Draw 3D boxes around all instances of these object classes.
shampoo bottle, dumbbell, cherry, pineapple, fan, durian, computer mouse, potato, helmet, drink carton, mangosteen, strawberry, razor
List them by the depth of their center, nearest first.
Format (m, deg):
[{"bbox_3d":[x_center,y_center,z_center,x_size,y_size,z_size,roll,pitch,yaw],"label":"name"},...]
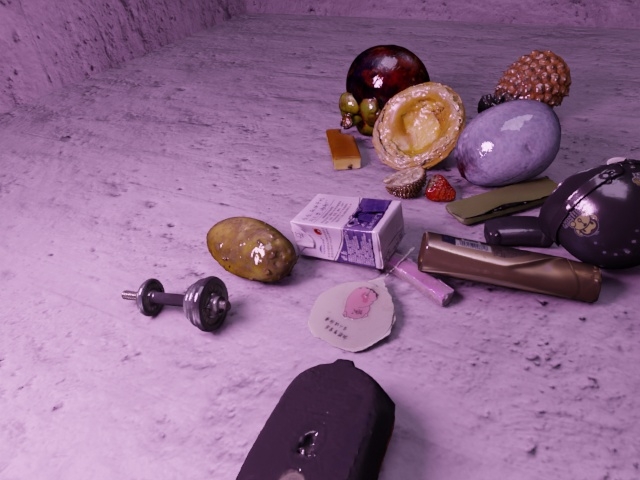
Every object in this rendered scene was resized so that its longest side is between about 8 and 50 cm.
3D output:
[{"bbox_3d":[-0.005,0.306,0.687,0.183,0.116,0.323,8,31,20],"label":"computer mouse"},{"bbox_3d":[0.598,-0.032,0.987,0.279,0.230,0.160,3,47,-24],"label":"helmet"},{"bbox_3d":[0.378,0.054,0.991,0.350,0.084,0.125,10,13,5],"label":"shampoo bottle"},{"bbox_3d":[-0.297,0.119,0.991,0.255,0.110,0.110,4,37,21],"label":"dumbbell"},{"bbox_3d":[0.107,0.102,1.005,0.182,0.010,0.310,22,52,35],"label":"fan"},{"bbox_3d":[-0.158,0.018,1.103,0.251,0.113,0.149,16,48,39],"label":"potato"},{"bbox_3d":[0.061,-0.028,1.108,0.222,0.101,0.134,9,41,29],"label":"drink carton"},{"bbox_3d":[0.455,-0.022,1.133,0.148,0.054,0.090,0,33,5],"label":"razor"},{"bbox_3d":[0.318,-0.131,1.298,0.083,0.073,0.073,31,36,-13],"label":"strawberry"},{"bbox_3d":[0.502,-0.258,1.311,0.296,0.218,0.255,-28,21,-13],"label":"cherry"},{"bbox_3d":[0.240,-0.157,1.326,0.140,0.071,0.110,-36,38,-14],"label":"durian"},{"bbox_3d":[0.631,-0.453,1.599,0.357,0.222,0.223,-38,46,-14],"label":"pineapple"},{"bbox_3d":[0.210,-0.494,1.621,0.312,0.311,0.311,-3,36,2],"label":"mangosteen"}]

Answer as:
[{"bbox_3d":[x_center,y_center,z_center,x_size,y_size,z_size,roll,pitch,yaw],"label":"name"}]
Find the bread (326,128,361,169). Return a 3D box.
[{"bbox_3d":[0.070,-0.294,1.549,0.088,0.049,0.226,-6,35,-1],"label":"bread"}]

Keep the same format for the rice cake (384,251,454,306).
[{"bbox_3d":[0.195,0.074,1.047,0.047,0.036,0.207,-17,37,-33],"label":"rice cake"}]

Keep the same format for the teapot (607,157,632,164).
[{"bbox_3d":[0.843,-0.131,1.163,0.300,0.165,0.208,-5,23,16],"label":"teapot"}]

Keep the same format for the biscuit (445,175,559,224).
[{"bbox_3d":[0.474,-0.100,1.252,0.323,0.038,0.099,-16,35,-14],"label":"biscuit"}]

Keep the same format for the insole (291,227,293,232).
[{"bbox_3d":[0.000,0.000,1.190,0.063,0.010,0.192,-31,44,-31],"label":"insole"}]

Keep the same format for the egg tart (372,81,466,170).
[{"bbox_3d":[0.295,-0.327,1.457,0.288,0.118,0.288,-6,76,25],"label":"egg tart"}]
